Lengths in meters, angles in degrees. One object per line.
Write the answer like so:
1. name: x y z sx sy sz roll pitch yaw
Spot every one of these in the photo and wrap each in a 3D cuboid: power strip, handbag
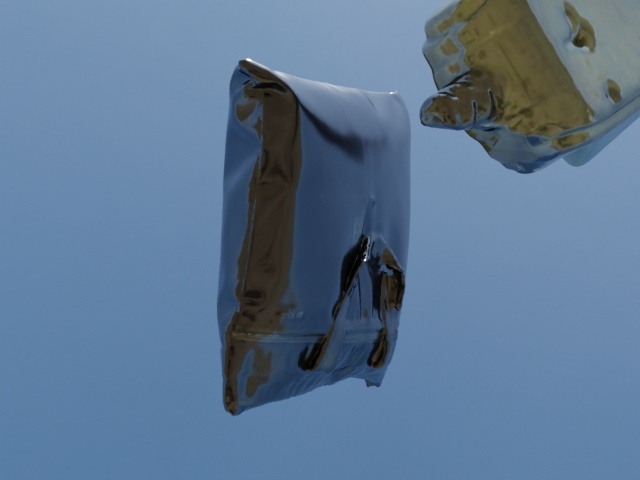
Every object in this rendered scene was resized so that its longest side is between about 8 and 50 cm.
1. power strip: 0.169 -0.129 0.779 0.387 0.066 0.092 -33 -89 -41
2. handbag: 0.000 0.000 0.992 0.089 0.254 0.211 3 -88 22

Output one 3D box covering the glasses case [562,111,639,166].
1. glasses case: 0.212 -0.126 1.031 0.105 0.266 0.056 -16 -106 -8
